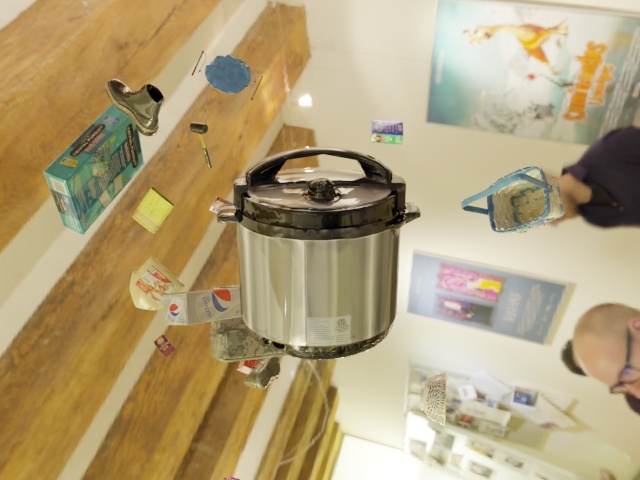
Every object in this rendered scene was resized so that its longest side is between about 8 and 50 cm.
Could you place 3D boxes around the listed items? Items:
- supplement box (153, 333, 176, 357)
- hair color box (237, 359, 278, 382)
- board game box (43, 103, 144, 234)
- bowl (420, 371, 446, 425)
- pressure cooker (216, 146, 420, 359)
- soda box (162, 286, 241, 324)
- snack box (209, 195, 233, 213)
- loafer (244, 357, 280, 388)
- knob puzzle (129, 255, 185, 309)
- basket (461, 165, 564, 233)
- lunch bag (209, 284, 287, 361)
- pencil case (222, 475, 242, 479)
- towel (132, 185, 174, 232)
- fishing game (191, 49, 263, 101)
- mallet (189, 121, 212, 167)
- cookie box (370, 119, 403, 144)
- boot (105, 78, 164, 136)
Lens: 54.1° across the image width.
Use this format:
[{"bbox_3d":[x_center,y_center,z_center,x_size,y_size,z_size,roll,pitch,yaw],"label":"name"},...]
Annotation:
[{"bbox_3d":[-0.629,0.424,2.525,0.055,0.083,0.043,-40,-44,-14],"label":"supplement box"},{"bbox_3d":[-0.273,0.569,2.762,0.093,0.167,0.053,-40,31,55],"label":"hair color box"},{"bbox_3d":[-0.680,-0.223,1.920,0.254,0.079,0.336,101,-165,-53],"label":"board game box"},{"bbox_3d":[0.361,0.503,2.006,0.170,0.080,0.170,1,-90,-79],"label":"bowl"},{"bbox_3d":[0.002,0.002,1.381,0.370,0.375,0.420,-21,-61,-42],"label":"pressure cooker"},{"bbox_3d":[-0.324,0.190,1.844,0.286,0.098,0.091,0,-94,-56],"label":"soda box"},{"bbox_3d":[-0.313,-0.104,2.303,0.064,0.178,0.022,-51,25,40],"label":"snack box"},{"bbox_3d":[-0.222,0.494,2.401,0.251,0.087,0.094,-24,-73,-73],"label":"loafer"},{"bbox_3d":[-0.641,0.182,2.397,0.030,0.213,0.213,-88,6,-77],"label":"knob puzzle"},{"bbox_3d":[0.643,-0.135,2.054,0.255,0.289,0.201,-28,55,51],"label":"basket"},{"bbox_3d":[-0.232,0.273,2.165,0.212,0.305,0.256,162,104,-74],"label":"lunch bag"},{"bbox_3d":[-0.233,0.659,1.615,0.209,0.095,0.098,124,153,-63],"label":"pencil case"},{"bbox_3d":[-0.595,-0.106,2.230,0.237,0.102,0.021,-38,16,51],"label":"towel"},{"bbox_3d":[-0.366,-0.653,2.475,0.041,0.264,0.189,124,162,-62],"label":"fishing game"},{"bbox_3d":[-0.419,-0.347,2.291,0.039,0.062,0.189,-54,-41,-41],"label":"mallet"},{"bbox_3d":[0.226,-0.369,2.134,0.092,0.107,0.040,-83,-4,-49],"label":"cookie box"},{"bbox_3d":[-0.491,-0.397,1.684,0.077,0.198,0.137,-40,-8,-42],"label":"boot"}]
